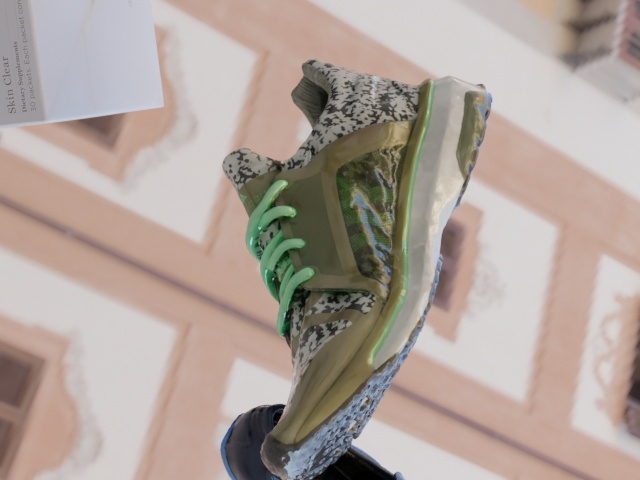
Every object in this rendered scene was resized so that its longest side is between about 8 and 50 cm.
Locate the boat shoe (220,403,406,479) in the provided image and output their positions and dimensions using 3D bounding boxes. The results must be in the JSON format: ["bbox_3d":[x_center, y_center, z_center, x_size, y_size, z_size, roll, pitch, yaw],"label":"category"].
[{"bbox_3d":[0.035,0.225,1.245,0.089,0.258,0.109,-45,-165,55],"label":"boat shoe"}]

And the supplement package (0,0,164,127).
[{"bbox_3d":[-0.265,-0.234,1.414,0.145,0.204,0.262,-5,-84,25],"label":"supplement package"}]

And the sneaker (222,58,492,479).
[{"bbox_3d":[-0.003,0.007,1.211,0.158,0.182,0.410,112,0,-45],"label":"sneaker"}]
